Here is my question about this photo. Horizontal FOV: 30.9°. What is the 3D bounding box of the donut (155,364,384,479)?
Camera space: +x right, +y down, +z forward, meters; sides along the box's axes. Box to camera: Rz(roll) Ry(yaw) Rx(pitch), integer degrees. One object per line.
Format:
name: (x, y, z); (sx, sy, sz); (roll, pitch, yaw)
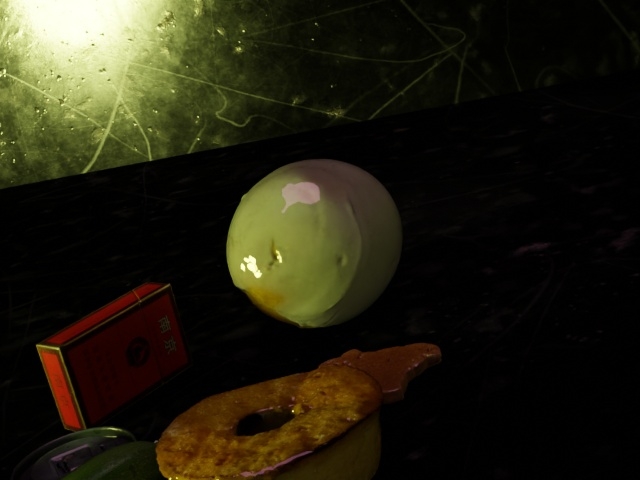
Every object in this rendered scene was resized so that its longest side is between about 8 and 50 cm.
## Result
donut: (-0.055, 0.270, 1.490); (0.302, 0.110, 0.303); (-14, 17, 4)

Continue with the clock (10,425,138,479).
clock: (-0.341, 0.324, 1.628); (0.184, 0.040, 0.184); (-13, 19, 4)

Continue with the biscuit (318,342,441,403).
biscuit: (0.046, 0.210, 1.695); (0.280, 0.043, 0.183); (-21, 16, -8)

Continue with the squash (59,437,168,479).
squash: (-0.305, 0.343, 1.463); (0.101, 0.101, 0.378); (5, 24, 43)

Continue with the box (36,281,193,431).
box: (-0.323, 0.183, 1.852); (0.074, 0.153, 0.239); (-2, 21, 42)

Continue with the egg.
egg: (0.000, 0.000, 1.960); (0.283, 0.283, 0.345); (-4, 8, 25)
